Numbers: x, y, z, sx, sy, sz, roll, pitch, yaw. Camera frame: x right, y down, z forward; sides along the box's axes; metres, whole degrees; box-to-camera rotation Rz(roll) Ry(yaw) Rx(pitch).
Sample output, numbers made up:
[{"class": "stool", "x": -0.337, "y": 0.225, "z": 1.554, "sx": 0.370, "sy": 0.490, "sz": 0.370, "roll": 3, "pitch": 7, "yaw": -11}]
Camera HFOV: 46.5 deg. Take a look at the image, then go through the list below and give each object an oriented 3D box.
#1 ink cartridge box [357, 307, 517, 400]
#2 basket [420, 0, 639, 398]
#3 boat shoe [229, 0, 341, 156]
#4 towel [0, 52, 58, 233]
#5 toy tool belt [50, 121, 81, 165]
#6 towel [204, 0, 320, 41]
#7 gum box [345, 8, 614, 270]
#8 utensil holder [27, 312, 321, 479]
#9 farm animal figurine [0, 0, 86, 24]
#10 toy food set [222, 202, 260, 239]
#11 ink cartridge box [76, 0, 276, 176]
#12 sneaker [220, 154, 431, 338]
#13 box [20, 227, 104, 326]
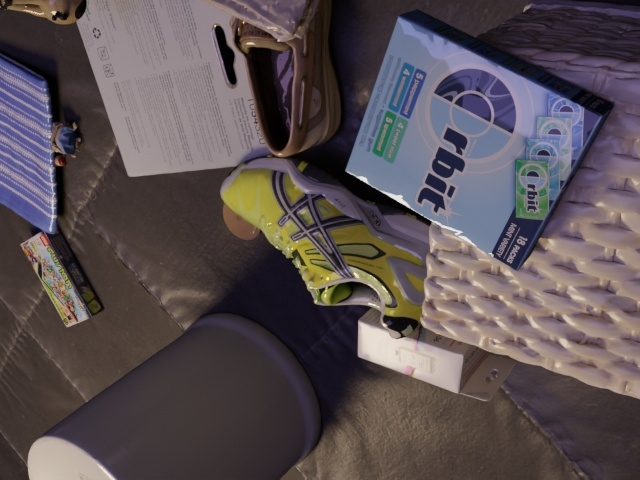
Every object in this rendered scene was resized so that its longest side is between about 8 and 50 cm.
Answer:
[{"class": "ink cartridge box", "x": 0.164, "y": 0.140, "z": 1.033, "sx": 0.198, "sy": 0.115, "sz": 0.067, "roll": 16, "pitch": 121, "yaw": 29}, {"class": "basket", "x": 0.303, "y": -0.044, "z": 0.737, "sx": 0.331, "sy": 0.266, "sz": 0.328, "roll": 16, "pitch": 121, "yaw": 28}, {"class": "boat shoe", "x": -0.055, "y": -0.282, "z": 0.981, "sx": 0.121, "sy": 0.110, "sz": 0.341, "roll": -2, "pitch": 109, "yaw": 37}, {"class": "towel", "x": -0.610, "y": -0.196, "z": 1.480, "sx": 0.243, "sy": 0.040, "sz": 0.336, "roll": 28, "pitch": 127, "yaw": 28}, {"class": "toy tool belt", "x": -0.473, "y": -0.180, "z": 1.387, "sx": 0.051, "sy": 0.052, "sz": 0.083, "roll": 6, "pitch": 96, "yaw": 28}, {"class": "towel", "x": -0.043, "y": -0.396, "z": 0.892, "sx": 0.187, "sy": 0.049, "sz": 0.282, "roll": 31, "pitch": 101, "yaw": 17}, {"class": "gum box", "x": 0.126, "y": -0.086, "z": 0.640, "sx": 0.184, "sy": 0.041, "sz": 0.157, "roll": 32, "pitch": 127, "yaw": 18}, {"class": "utensil holder", "x": -0.239, "y": 0.354, "z": 1.265, "sx": 0.327, "sy": 0.385, "sz": 0.327, "roll": 18, "pitch": 123, "yaw": 29}, {"class": "farm animal figurine", "x": -0.383, "y": -0.492, "z": 1.061, "sx": 0.327, "sy": 0.172, "sz": 0.330, "roll": 40, "pitch": 128, "yaw": 52}, {"class": "toy food set", "x": -0.129, "y": -0.040, "z": 1.224, "sx": 0.082, "sy": 0.020, "sz": 0.083, "roll": -11, "pitch": 106, "yaw": 40}, {"class": "ink cartridge box", "x": -0.217, "y": -0.268, "z": 1.143, "sx": 0.330, "sy": 0.071, "sz": 0.324, "roll": -2, "pitch": 111, "yaw": 34}, {"class": "sneaker", "x": 0.000, "y": 0.000, "z": 1.037, "sx": 0.385, "sy": 0.147, "sz": 0.145, "roll": 24, "pitch": 159, "yaw": 28}, {"class": "box", "x": -0.553, "y": 0.078, "z": 1.592, "sx": 0.114, "sy": 0.036, "sz": 0.207, "roll": -22, "pitch": 98, "yaw": 41}]
